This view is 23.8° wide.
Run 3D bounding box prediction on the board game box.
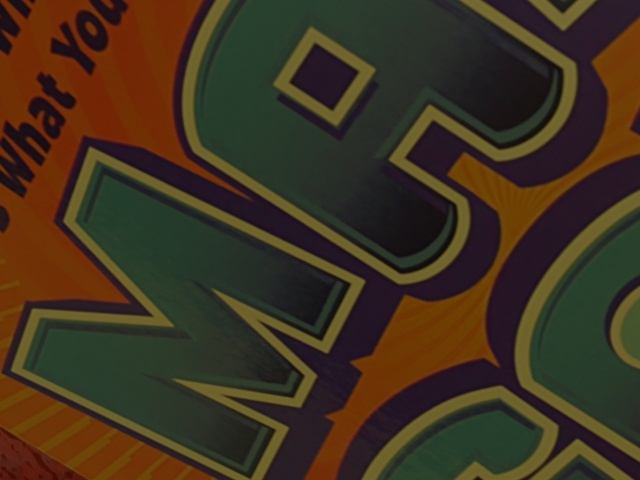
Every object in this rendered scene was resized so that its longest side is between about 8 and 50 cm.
[{"bbox_3d":[0.095,-0.095,0.563,0.356,0.356,0.356,32,125,-5],"label":"board game box"}]
